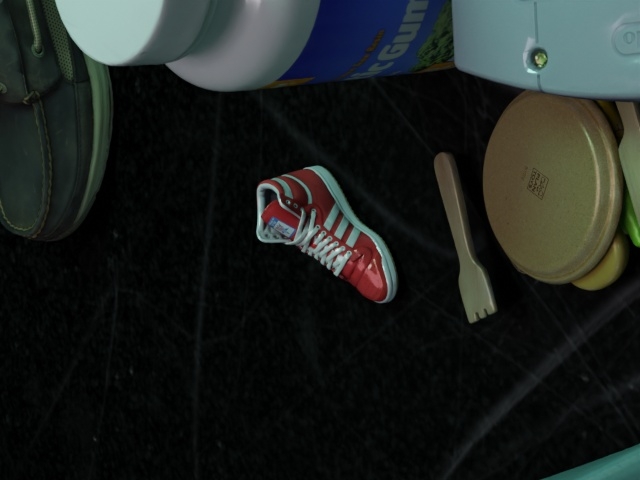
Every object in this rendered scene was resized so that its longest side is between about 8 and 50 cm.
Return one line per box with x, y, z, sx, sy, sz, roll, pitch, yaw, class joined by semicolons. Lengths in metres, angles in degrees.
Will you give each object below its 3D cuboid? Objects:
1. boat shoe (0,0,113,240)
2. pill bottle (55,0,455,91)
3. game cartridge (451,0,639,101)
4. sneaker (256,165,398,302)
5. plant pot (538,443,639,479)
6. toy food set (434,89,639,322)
-0.256;-0.172;1.476;0.132;0.130;0.355;7;103;47;boat shoe
-0.019;-0.167;1.107;0.152;0.272;0.152;13;108;46;pill bottle
0.197;-0.175;0.999;0.297;0.062;0.198;-2;95;42;game cartridge
0.000;0.000;1.276;0.118;0.067;0.042;54;133;26;sneaker
0.095;0.282;1.093;0.248;0.252;0.247;-29;76;47;plant pot
0.148;-0.031;1.136;0.192;0.038;0.132;-29;69;53;toy food set
